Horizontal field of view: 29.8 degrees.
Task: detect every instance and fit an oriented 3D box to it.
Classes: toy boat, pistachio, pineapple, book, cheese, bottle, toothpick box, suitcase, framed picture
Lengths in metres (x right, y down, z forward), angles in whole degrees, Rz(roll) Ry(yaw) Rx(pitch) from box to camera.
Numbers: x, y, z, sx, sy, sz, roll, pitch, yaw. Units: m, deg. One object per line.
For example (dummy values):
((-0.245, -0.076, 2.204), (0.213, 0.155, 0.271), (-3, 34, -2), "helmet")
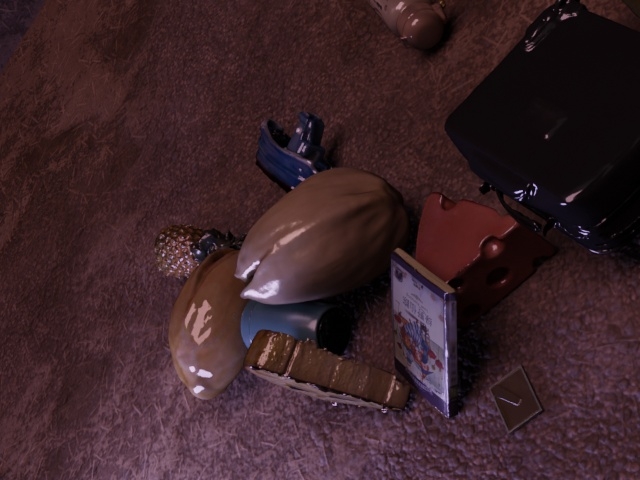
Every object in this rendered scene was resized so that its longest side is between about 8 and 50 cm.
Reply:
((-0.030, -0.164, 2.274), (0.309, 0.129, 0.143), (41, 112, 48), "toy boat")
((-0.184, 0.147, 2.202), (0.162, 0.181, 0.293), (-2, 62, 36), "pistachio")
((-0.215, 0.024, 2.380), (0.251, 0.125, 0.125), (-1, 65, 34), "pineapple")
((0.158, 0.143, 1.856), (0.026, 0.231, 0.157), (-19, 33, -23), "book")
((0.234, -0.001, 1.906), (0.203, 0.128, 0.177), (-43, 43, 19), "cheese")
((0.168, -0.440, 2.275), (0.110, 0.097, 0.209), (-34, 44, 3), "bottle")
((-0.039, 0.153, 2.100), (0.184, 0.120, 0.120), (4, 69, 42), "toothpick box")
((0.386, -0.170, 1.779), (0.339, 0.188, 0.345), (-45, 42, -4), "suitcase")
((0.291, 0.237, 1.795), (0.066, 0.006, 0.089), (-41, 43, 20), "framed picture")
((0.000, 0.000, 2.056), (0.331, 0.208, 0.226), (-30, -6, -15), "pistachio")

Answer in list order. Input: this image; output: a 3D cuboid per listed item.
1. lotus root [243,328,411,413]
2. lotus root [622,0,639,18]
((0.002, 0.222, 1.974), (0.170, 0.260, 0.075), (138, 151, -70), "lotus root")
((0.569, -0.480, 1.786), (0.346, 0.250, 0.250), (-41, 43, 15), "lotus root")
